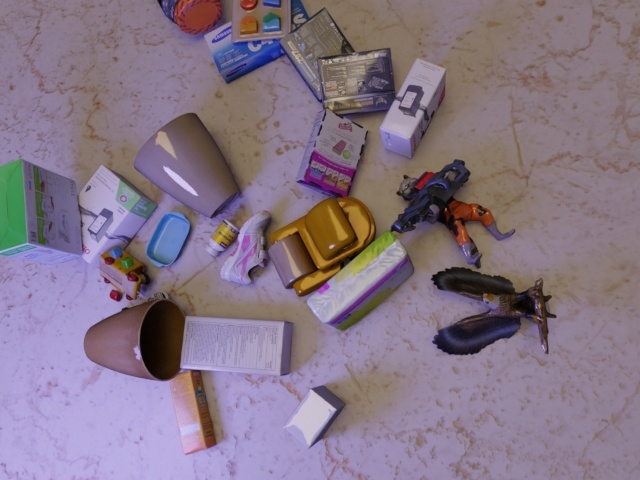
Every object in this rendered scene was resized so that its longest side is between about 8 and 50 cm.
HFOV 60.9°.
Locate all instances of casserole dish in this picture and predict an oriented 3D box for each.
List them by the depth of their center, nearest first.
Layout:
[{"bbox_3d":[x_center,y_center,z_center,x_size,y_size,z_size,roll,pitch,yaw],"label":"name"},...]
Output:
[{"bbox_3d":[-0.491,-0.002,1.773,0.114,0.037,0.188,23,83,15],"label":"casserole dish"}]

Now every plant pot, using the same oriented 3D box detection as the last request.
[{"bbox_3d":[-0.563,0.300,1.615,0.254,0.237,0.237,-7,77,19],"label":"plant pot"},{"bbox_3d":[-0.390,-0.212,1.706,0.256,0.256,0.274,-44,89,0],"label":"plant pot"}]

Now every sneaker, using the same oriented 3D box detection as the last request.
[{"bbox_3d":[-0.205,0.030,1.681,0.111,0.103,0.252,26,91,12],"label":"sneaker"}]

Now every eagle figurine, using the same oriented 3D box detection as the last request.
[{"bbox_3d":[0.464,0.182,1.483,0.298,0.225,0.226,-11,30,39],"label":"eagle figurine"}]

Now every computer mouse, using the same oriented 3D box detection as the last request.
[{"bbox_3d":[-0.552,0.229,1.736,0.193,0.042,0.106,-30,69,10],"label":"computer mouse"}]

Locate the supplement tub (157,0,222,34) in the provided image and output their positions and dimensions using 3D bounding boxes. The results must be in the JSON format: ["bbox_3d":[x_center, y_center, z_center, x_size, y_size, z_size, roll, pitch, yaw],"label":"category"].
[{"bbox_3d":[-0.481,-0.891,1.868,0.207,0.207,0.338,-30,75,4],"label":"supplement tub"}]

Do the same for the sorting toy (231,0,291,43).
[{"bbox_3d":[-0.198,-0.749,1.788,0.208,0.038,0.193,-4,77,11],"label":"sorting toy"}]

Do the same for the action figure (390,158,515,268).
[{"bbox_3d":[0.335,-0.058,1.544,0.341,0.179,0.330,-35,66,-25],"label":"action figure"}]

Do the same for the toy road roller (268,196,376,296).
[{"bbox_3d":[0.000,0.000,1.563,0.329,0.240,0.203,-29,74,5],"label":"toy road roller"}]

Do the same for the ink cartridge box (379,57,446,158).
[{"bbox_3d":[0.278,-0.387,1.622,0.100,0.172,0.237,27,85,16],"label":"ink cartridge box"}]

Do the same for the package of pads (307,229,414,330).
[{"bbox_3d":[0.123,0.123,1.519,0.296,0.229,0.101,-40,69,2],"label":"package of pads"}]

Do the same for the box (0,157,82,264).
[{"bbox_3d":[-0.851,-0.079,1.644,0.126,0.231,0.262,-15,76,12],"label":"box"}]

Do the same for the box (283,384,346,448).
[{"bbox_3d":[-0.013,0.482,1.502,0.091,0.170,0.130,36,87,16],"label":"box"}]

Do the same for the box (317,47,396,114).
[{"bbox_3d":[0.114,-0.489,1.696,0.231,0.056,0.183,-8,97,2],"label":"box"}]

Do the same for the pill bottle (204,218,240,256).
[{"bbox_3d":[-0.312,-0.007,1.721,0.065,0.065,0.116,38,89,16],"label":"pill bottle"}]

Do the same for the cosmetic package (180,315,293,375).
[{"bbox_3d":[-0.246,0.311,1.617,0.309,0.113,0.160,2,79,12],"label":"cosmetic package"}]

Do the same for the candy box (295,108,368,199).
[{"bbox_3d":[0.036,-0.259,1.659,0.159,0.071,0.234,22,82,-25],"label":"candy box"}]

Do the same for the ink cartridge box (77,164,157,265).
[{"bbox_3d":[-0.710,-0.076,1.792,0.198,0.115,0.273,37,88,17],"label":"ink cartridge box"}]

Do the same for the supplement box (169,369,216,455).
[{"bbox_3d":[-0.383,0.507,1.622,0.080,0.078,0.234,-20,76,7],"label":"supplement box"}]

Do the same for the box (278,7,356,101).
[{"bbox_3d":[0.005,-0.591,1.745,0.183,0.059,0.233,-36,93,2],"label":"box"}]

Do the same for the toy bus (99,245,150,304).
[{"bbox_3d":[-0.610,0.106,1.741,0.191,0.104,0.202,-11,109,38],"label":"toy bus"}]

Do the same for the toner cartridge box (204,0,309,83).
[{"bbox_3d":[-0.202,-0.687,1.835,0.347,0.075,0.165,-25,73,5],"label":"toner cartridge box"}]
